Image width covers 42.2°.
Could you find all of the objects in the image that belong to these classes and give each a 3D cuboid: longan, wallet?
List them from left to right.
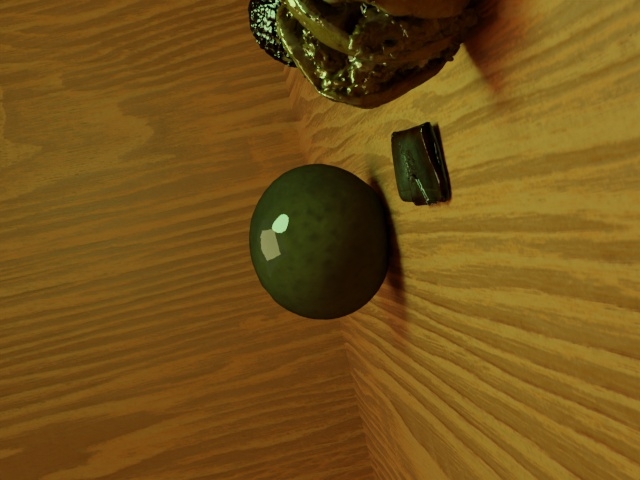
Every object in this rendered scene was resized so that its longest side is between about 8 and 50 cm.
[{"bbox_3d":[0.000,0.000,1.893,0.361,0.361,0.361,167,90,-84],"label":"longan"},{"bbox_3d":[0.163,-0.125,1.395,0.255,0.031,0.137,-154,52,-82],"label":"wallet"}]

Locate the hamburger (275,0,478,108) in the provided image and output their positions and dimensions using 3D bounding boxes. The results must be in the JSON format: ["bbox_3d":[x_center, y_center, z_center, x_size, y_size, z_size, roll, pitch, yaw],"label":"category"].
[{"bbox_3d":[0.066,-0.286,0.989,0.211,0.245,0.260,101,180,-54],"label":"hamburger"}]

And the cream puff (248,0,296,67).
[{"bbox_3d":[-0.007,-0.390,1.455,0.239,0.239,0.164,-116,17,-66],"label":"cream puff"}]
